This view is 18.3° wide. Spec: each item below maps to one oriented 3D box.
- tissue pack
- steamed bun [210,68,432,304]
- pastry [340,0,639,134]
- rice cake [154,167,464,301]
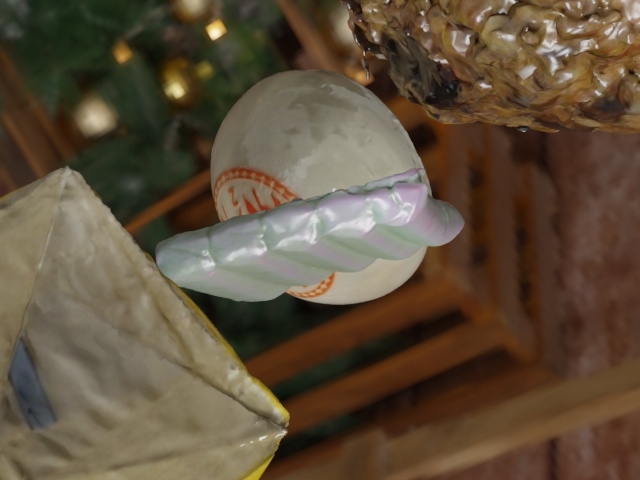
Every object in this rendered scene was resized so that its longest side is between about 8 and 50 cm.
[{"bbox_3d":[-0.216,0.174,1.151,0.293,0.382,0.228,-35,78,-28],"label":"tissue pack"},{"bbox_3d":[-0.013,-0.038,1.840,0.145,0.232,0.231,-34,97,-32],"label":"steamed bun"},{"bbox_3d":[0.144,-0.152,1.047,0.275,0.275,0.192,-1,92,-59],"label":"pastry"},{"bbox_3d":[0.000,0.000,1.312,0.198,0.189,0.037,50,24,-80],"label":"rice cake"}]
